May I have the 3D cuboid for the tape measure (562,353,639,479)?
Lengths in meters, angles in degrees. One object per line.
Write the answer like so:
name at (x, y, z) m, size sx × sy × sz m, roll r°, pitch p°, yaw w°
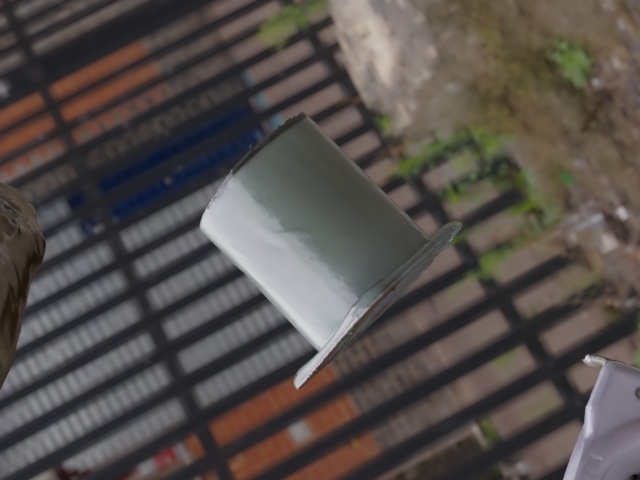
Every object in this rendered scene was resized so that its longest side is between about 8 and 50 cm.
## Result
tape measure at (0.240, 0.187, 1.161) m, size 0.105 × 0.178 × 0.196 m, roll 74°, pitch -149°, yaw -65°

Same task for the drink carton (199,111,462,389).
drink carton at (0.000, 0.000, 1.652) m, size 0.189 × 0.191 × 0.185 m, roll 43°, pitch 142°, yaw 10°

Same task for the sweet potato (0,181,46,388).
sweet potato at (-0.252, 0.039, 1.139) m, size 0.422 × 0.130 × 0.130 m, roll -81°, pitch -33°, yaw -66°
